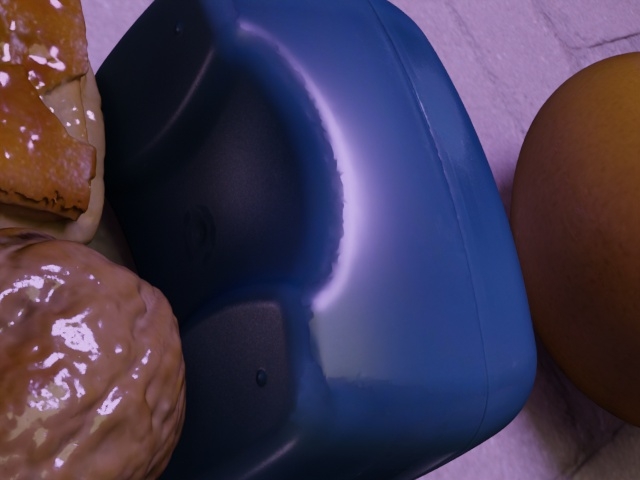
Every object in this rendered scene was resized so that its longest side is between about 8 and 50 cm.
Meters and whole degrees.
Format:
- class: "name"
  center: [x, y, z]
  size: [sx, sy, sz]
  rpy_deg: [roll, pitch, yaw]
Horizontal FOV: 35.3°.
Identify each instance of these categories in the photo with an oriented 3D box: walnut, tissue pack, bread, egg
- class: "walnut"
  center: [-0.145, 0.079, 0.429]
  size: [0.155, 0.155, 0.184]
  rpy_deg: [49, 42, -6]
- class: "tissue pack"
  center: [0.000, 0.000, 0.570]
  size: [0.206, 0.198, 0.287]
  rpy_deg: [2, 61, -40]
- class: "bread"
  center: [-0.205, -0.110, 0.506]
  size: [0.210, 0.099, 0.235]
  rpy_deg: [16, 54, -48]
- class: "egg"
  center: [0.274, -0.004, 0.784]
  size: [0.250, 0.250, 0.322]
  rpy_deg: [16, 47, -35]
